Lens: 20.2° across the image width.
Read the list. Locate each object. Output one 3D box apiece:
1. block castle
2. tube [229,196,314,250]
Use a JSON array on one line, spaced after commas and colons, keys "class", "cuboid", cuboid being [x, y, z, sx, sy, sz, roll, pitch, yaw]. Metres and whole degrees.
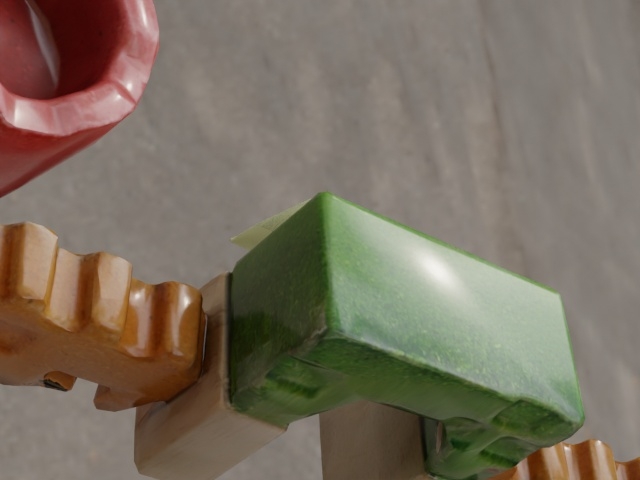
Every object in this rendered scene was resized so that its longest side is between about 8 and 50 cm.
[{"class": "block castle", "cuboid": [0.046, 0.110, 0.493, 0.453, 0.213, 0.303, 23, 47, -31]}, {"class": "tube", "cuboid": [0.000, 0.000, 1.370, 0.240, 0.070, 0.062, -151, -102, -71]}]
